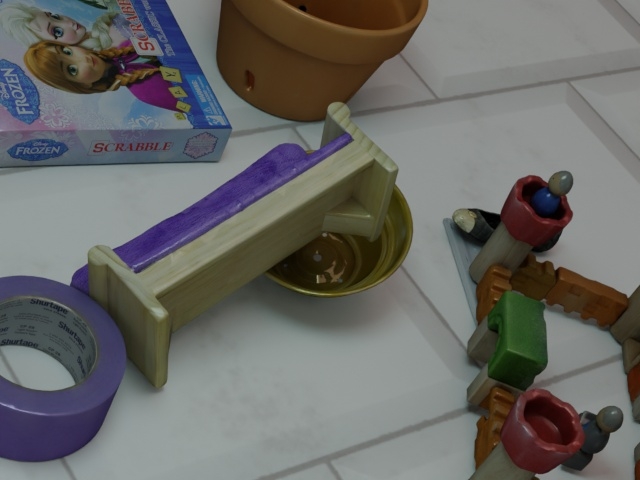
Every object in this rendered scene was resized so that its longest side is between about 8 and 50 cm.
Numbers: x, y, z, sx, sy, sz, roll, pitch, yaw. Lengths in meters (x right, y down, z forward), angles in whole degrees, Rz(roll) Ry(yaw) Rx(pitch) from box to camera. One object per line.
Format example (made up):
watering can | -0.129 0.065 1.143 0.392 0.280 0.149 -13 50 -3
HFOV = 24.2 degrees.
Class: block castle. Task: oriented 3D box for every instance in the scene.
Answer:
block castle | 0.344 0.141 1.788 0.303 0.213 0.453 22 40 -12

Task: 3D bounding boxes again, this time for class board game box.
board game box | -0.317 -0.230 1.946 0.318 0.066 0.318 -4 49 -32

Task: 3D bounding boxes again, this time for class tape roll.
tape roll | -0.303 0.131 1.557 0.189 0.080 0.189 16 40 -14

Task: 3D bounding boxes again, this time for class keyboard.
keyboard | 0.222 0.065 1.973 0.072 0.014 0.256 12 42 -25

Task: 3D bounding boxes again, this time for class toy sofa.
toy sofa | -0.102 -0.016 1.689 0.362 0.150 0.177 -33 66 -26

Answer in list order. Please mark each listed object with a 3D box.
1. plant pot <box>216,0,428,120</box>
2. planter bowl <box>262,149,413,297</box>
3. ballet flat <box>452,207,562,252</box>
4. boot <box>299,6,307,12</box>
plant pot | -0.023 -0.306 2.083 0.291 0.203 0.291 16 41 -15
planter bowl | 0.000 0.000 1.838 0.217 0.090 0.217 4 56 -5
ballet flat | 0.253 -0.022 2.039 0.173 0.049 0.057 11 42 -30
boot | -0.006 -0.464 2.306 0.264 0.096 0.280 9 58 -2
